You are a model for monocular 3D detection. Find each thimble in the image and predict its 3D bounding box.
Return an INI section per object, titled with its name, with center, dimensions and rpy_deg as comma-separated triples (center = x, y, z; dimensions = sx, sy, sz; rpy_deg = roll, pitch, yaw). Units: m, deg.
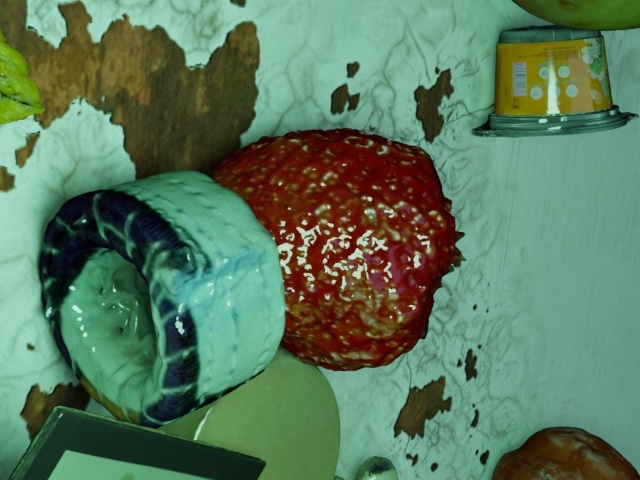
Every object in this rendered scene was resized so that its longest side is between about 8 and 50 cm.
[thimble]
center = -0.144, 0.047, 1.471
dimensions = 0.150, 0.237, 0.237
rpy_deg = -24, 120, -40

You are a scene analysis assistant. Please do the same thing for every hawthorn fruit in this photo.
[hawthorn fruit]
center = 0.352, 0.378, 2.110
dimensions = 0.242, 0.272, 0.241
rpy_deg = -27, 127, -41

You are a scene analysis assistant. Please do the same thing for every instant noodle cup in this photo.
[instant noodle cup]
center = 0.279, -0.197, 1.925
dimensions = 0.208, 0.178, 0.125
rpy_deg = -11, 101, -33

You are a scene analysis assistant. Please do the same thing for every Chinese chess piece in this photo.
[Chinese chess piece]
center = -0.094, 0.230, 1.689
dimensions = 0.273, 0.102, 0.273
rpy_deg = -19, 115, -46

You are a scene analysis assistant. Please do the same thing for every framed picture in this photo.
[framed picture]
center = -0.204, 0.288, 1.454
dimensions = 0.265, 0.016, 0.347
rpy_deg = -59, 148, 3

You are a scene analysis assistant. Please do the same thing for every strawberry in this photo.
[strawberry]
center = 0.000, 0.000, 1.623
dimensions = 0.277, 0.257, 0.257
rpy_deg = 11, 94, -29

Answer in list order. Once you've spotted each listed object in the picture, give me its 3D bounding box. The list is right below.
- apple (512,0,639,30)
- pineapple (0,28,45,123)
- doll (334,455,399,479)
[apple]
center = 0.338, -0.404, 1.812
dimensions = 0.338, 0.305, 0.338
rpy_deg = -16, 112, -43
[pineapple]
center = -0.365, -0.142, 1.282
dimensions = 0.250, 0.139, 0.164
rpy_deg = 10, 137, -35
[doll]
center = 0.053, 0.394, 1.914
dimensions = 0.149, 0.175, 0.278
rpy_deg = -68, 152, -75
